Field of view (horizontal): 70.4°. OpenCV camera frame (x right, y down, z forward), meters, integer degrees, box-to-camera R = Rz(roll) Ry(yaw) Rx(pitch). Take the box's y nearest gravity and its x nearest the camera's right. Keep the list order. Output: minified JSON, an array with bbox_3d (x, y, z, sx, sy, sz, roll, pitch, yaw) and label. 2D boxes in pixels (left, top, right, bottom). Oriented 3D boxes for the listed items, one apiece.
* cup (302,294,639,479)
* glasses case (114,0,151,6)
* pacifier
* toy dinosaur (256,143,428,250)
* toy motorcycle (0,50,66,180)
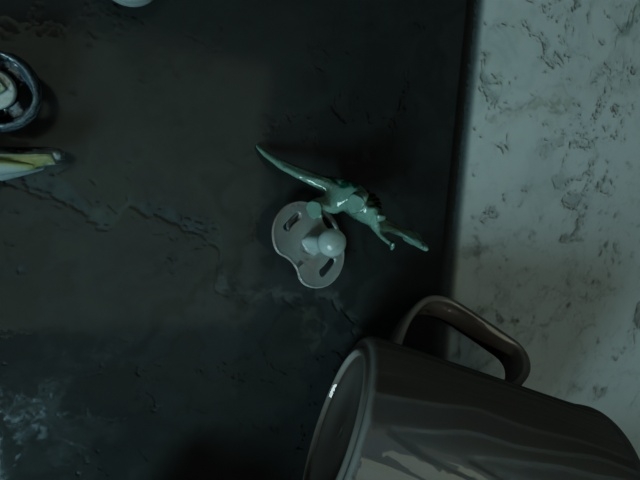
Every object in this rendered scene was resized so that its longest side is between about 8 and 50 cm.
[{"bbox_3d":[0.147,0.205,0.456,0.273,0.208,0.288,21,80,-3],"label":"cup"},{"bbox_3d":[-0.210,-0.275,0.361,0.193,0.049,0.074,36,83,-23],"label":"glasses case"},{"bbox_3d":[0.000,0.000,0.471,0.081,0.078,0.099,-48,111,-26],"label":"pacifier"},{"bbox_3d":[0.028,-0.047,0.473,0.106,0.187,0.044,-11,131,-54],"label":"toy dinosaur"},{"bbox_3d":[-0.320,-0.065,0.335,0.229,0.074,0.151,-13,105,-22],"label":"toy motorcycle"}]
